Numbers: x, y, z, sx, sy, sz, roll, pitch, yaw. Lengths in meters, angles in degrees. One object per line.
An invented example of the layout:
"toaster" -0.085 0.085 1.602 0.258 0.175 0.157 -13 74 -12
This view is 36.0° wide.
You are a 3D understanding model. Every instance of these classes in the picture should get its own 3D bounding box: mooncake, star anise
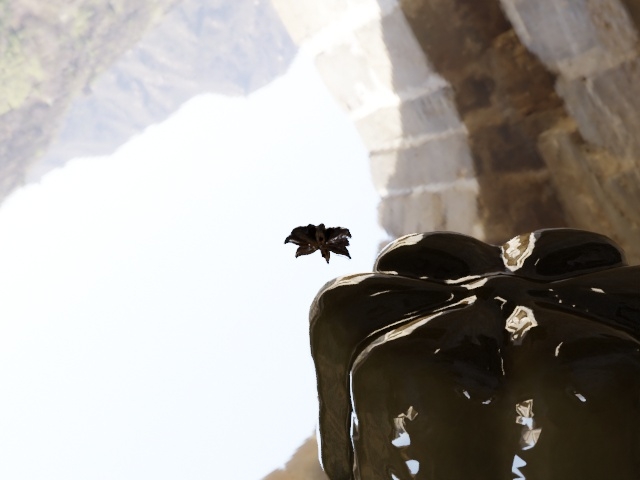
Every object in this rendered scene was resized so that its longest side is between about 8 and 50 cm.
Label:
"mooncake" 0.217 0.161 1.177 0.467 0.262 0.467 -3 -160 1
"star anise" -0.001 -0.001 1.811 0.141 0.141 0.042 -21 -126 37
